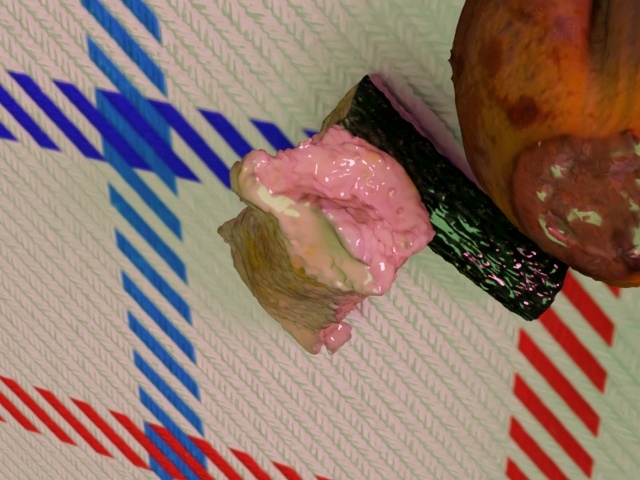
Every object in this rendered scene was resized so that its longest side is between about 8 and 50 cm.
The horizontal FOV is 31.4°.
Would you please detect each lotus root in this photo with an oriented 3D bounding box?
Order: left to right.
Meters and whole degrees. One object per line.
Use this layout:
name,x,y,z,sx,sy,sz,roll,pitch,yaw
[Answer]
lotus root,0.153,-0.073,0.579,0.199,0.180,0.188,39,135,0

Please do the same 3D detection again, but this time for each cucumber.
cucumber,0.077,-0.023,0.730,0.187,0.058,0.058,42,131,-2

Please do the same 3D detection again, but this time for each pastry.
pastry,-0.005,-0.003,0.706,0.121,0.089,0.258,36,163,2
